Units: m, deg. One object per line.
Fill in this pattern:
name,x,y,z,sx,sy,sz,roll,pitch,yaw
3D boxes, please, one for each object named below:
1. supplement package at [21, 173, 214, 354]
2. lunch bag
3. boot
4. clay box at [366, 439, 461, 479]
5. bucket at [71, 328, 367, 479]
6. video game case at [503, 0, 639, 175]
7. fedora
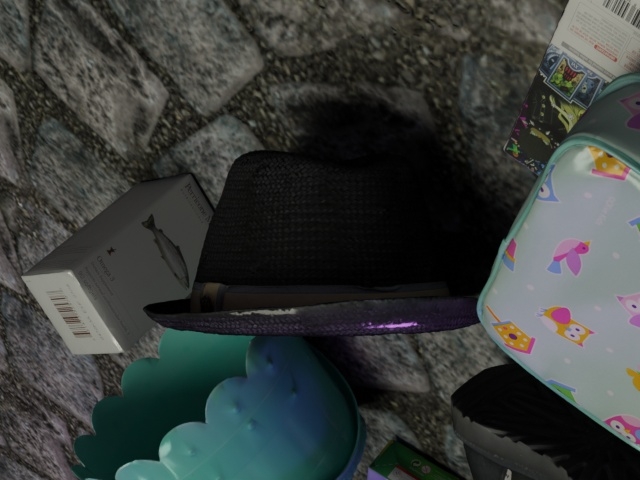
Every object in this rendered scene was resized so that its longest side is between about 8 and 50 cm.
supplement package,-0.196,0.024,1.481,0.105,0.179,0.105,-8,119,51
lunch bag,0.241,0.030,1.002,0.224,0.108,0.279,33,148,11
boot,0.280,0.364,1.258,0.367,0.146,0.445,29,134,57
clay box,0.110,0.326,1.572,0.127,0.053,0.222,29,142,23
bucket,-0.098,0.202,1.485,0.183,0.281,0.281,48,147,-18
video game case,0.258,-0.073,1.011,0.232,0.042,0.210,36,145,15
fedora,0.000,0.000,1.236,0.334,0.334,0.152,-1,90,48
